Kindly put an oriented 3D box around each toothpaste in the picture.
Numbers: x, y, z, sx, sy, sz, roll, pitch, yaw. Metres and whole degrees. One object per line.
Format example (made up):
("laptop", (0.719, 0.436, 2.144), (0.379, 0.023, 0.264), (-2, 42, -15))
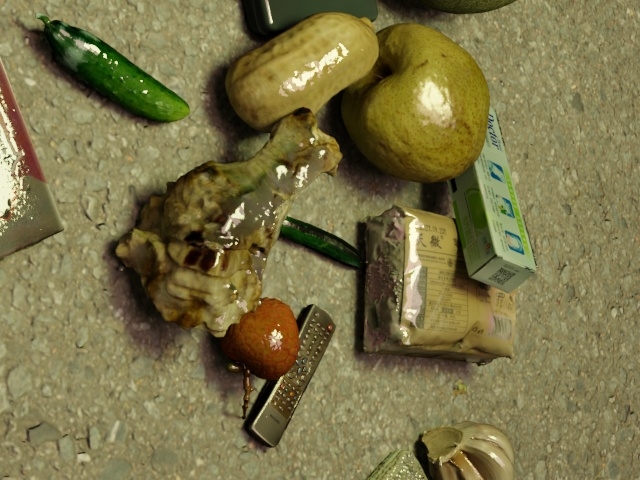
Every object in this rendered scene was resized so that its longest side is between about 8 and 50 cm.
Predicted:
("toothpaste", (0.241, -0.077, 1.990), (0.081, 0.067, 0.336), (23, 41, -31))

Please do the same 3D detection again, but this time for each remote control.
("remote control", (-0.038, 0.182, 1.822), (0.059, 0.028, 0.212), (44, 56, -25))

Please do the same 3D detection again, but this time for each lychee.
("lychee", (-0.076, 0.143, 1.739), (0.114, 0.101, 0.140), (45, 43, -52))

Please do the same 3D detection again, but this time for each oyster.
("oyster", (-0.092, -0.027, 1.700), (0.337, 0.133, 0.197), (-43, 103, -32))

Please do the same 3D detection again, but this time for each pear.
("pear", (0.145, -0.192, 1.937), (0.211, 0.188, 0.228), (35, 59, -36))

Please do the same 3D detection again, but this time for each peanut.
("peanut", (-0.019, -0.235, 1.823), (0.253, 0.137, 0.122), (-37, 81, -20))

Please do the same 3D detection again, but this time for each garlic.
("garlic", (0.236, 0.356, 1.979), (0.127, 0.131, 0.194), (-27, 103, -12))

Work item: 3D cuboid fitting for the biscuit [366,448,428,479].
("biscuit", (0.134, 0.438, 1.929), (0.147, 0.046, 0.250), (-40, 110, -39))

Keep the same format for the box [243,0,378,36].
("box", (-0.020, -0.376, 1.907), (0.230, 0.050, 0.160), (-14, 93, -44))

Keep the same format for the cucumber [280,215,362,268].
("cucumber", (0.000, 0.000, 1.881), (0.184, 0.033, 0.036), (24, 53, -40))

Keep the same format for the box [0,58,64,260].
("box", (-0.382, -0.093, 1.516), (0.120, 0.069, 0.224), (-30, 105, -42))

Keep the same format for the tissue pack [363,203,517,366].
("tissue pack", (0.182, 0.072, 1.978), (0.257, 0.123, 0.214), (12, 75, -43))

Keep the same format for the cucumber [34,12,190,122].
("cucumber", (-0.259, -0.207, 1.659), (0.250, 0.056, 0.056), (33, 63, -36))

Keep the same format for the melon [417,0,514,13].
("melon", (0.231, -0.467, 2.025), (0.329, 0.249, 0.248), (-19, 97, -45))
